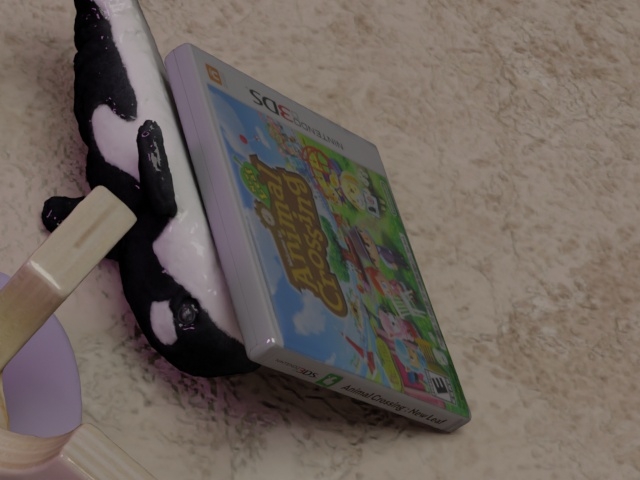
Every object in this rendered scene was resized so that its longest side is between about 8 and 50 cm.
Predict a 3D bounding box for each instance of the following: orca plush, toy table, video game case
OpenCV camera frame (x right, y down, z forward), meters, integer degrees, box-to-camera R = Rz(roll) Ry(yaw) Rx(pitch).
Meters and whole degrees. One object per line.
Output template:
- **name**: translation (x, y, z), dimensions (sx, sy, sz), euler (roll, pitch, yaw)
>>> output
- **orca plush**: translation (-0.127, -0.043, 1.086), dimensions (0.102, 0.151, 0.287), euler (-23, 88, 6)
- **toy table**: translation (-0.193, 0.084, 0.899), dimensions (0.252, 0.161, 0.274), euler (33, 48, -13)
- **video game case**: translation (0.000, 0.000, 1.100), dimensions (0.193, 0.023, 0.212), euler (25, 39, -48)
